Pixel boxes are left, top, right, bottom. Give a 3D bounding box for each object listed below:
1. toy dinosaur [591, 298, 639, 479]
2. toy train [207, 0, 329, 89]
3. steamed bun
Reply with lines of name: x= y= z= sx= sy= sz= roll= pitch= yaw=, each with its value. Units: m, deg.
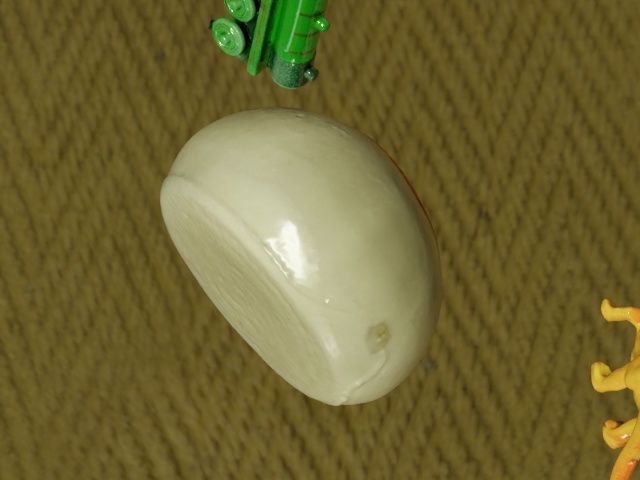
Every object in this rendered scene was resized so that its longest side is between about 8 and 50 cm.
toy dinosaur: x=0.272 y=0.109 z=1.089 sx=0.117 sy=0.070 sz=0.288 roll=-23 pitch=29 yaw=34
toy train: x=-0.033 y=-0.244 z=1.363 sx=0.119 sy=0.251 sz=0.085 roll=41 pitch=60 yaw=15
steamed bun: x=0.000 y=0.000 z=1.021 sx=0.145 sy=0.232 sz=0.232 roll=-39 pitch=75 yaw=-18
